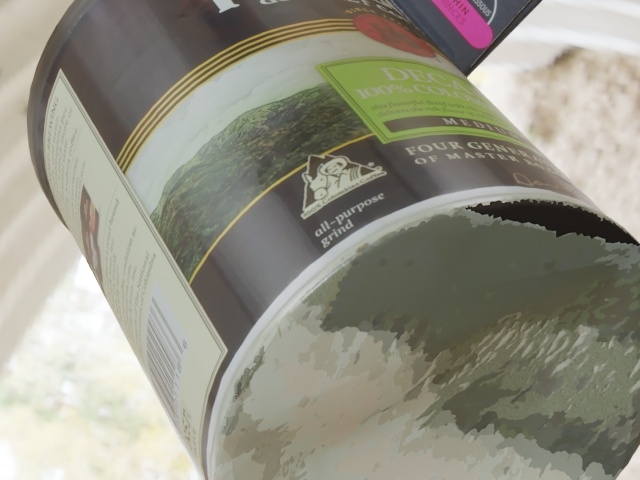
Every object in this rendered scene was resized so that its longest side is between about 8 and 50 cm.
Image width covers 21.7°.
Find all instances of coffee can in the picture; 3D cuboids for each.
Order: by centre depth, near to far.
[{"bbox_3d":[0.000,0.000,0.752,0.275,0.201,0.202,-126,40,-50],"label":"coffee can"}]

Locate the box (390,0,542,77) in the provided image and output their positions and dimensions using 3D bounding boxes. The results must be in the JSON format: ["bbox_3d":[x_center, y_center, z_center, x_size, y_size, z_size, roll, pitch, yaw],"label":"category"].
[{"bbox_3d":[0.040,-0.182,1.149,0.143,0.165,0.270,-45,6,-17],"label":"box"}]
